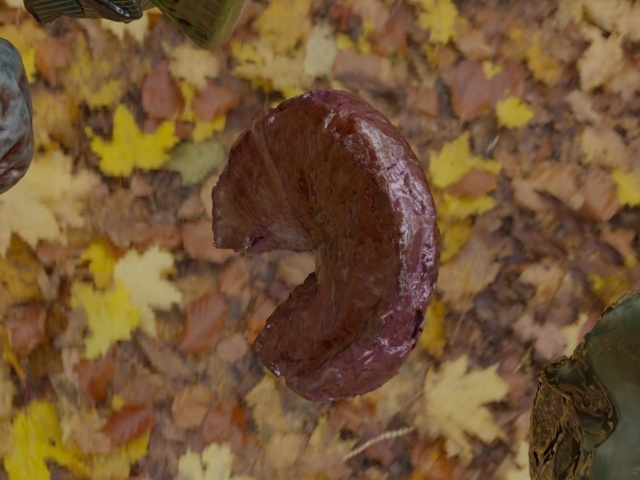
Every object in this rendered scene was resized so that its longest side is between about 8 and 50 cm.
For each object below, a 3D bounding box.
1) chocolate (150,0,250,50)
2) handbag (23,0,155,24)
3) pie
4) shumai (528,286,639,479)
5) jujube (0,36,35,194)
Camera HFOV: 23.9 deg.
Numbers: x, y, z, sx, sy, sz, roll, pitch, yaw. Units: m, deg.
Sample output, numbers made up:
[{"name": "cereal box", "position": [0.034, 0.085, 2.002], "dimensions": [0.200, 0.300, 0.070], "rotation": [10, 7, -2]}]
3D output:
[{"name": "chocolate", "position": [-0.153, -0.339, 1.370], "dimensions": [0.289, 0.301, 0.137], "rotation": [40, 77, -4]}, {"name": "handbag", "position": [-0.264, -0.409, 1.927], "dimensions": [0.247, 0.340, 0.240], "rotation": [-31, 114, -33]}, {"name": "pie", "position": [0.000, 0.000, 1.070], "dimensions": [0.054, 0.204, 0.219], "rotation": [-4, 54, -41]}, {"name": "shumai", "position": [0.145, 0.188, 0.404], "dimensions": [0.309, 0.304, 0.263], "rotation": [23, 69, 29]}, {"name": "jujube", "position": [-0.498, -0.156, 1.803], "dimensions": [0.317, 0.226, 0.226], "rotation": [2, 68, -2]}]
